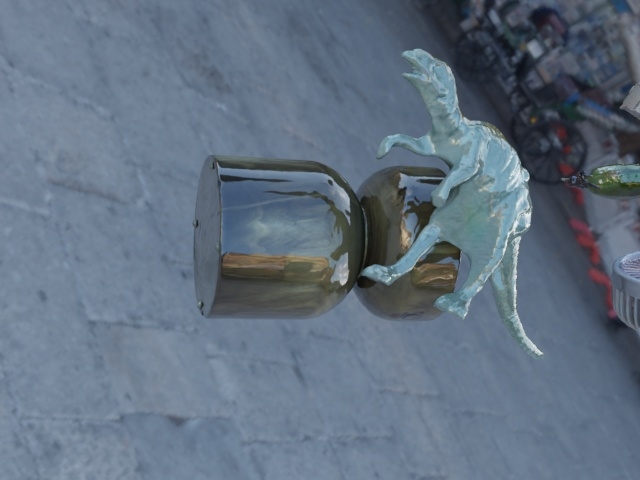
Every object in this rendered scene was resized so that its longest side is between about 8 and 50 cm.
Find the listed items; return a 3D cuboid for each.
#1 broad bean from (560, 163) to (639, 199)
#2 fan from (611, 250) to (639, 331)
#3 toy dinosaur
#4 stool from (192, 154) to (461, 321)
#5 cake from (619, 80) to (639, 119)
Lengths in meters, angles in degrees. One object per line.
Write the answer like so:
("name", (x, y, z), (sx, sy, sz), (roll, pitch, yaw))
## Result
("broad bean", (0.592, -0.112, 1.731), (0.077, 0.339, 0.061), (67, 16, -55))
("fan", (0.351, 0.066, 0.945), (0.244, 0.130, 0.074), (-63, 153, -71))
("toy dinosaur", (0.158, 0.003, 1.022), (0.393, 0.205, 0.092), (47, -20, -25))
("stool", (0.000, 0.000, 1.103), (0.264, 0.179, 0.179), (2, 45, -15))
("cake", (0.455, -0.161, 1.307), (0.121, 0.052, 0.065), (34, 7, -15))
